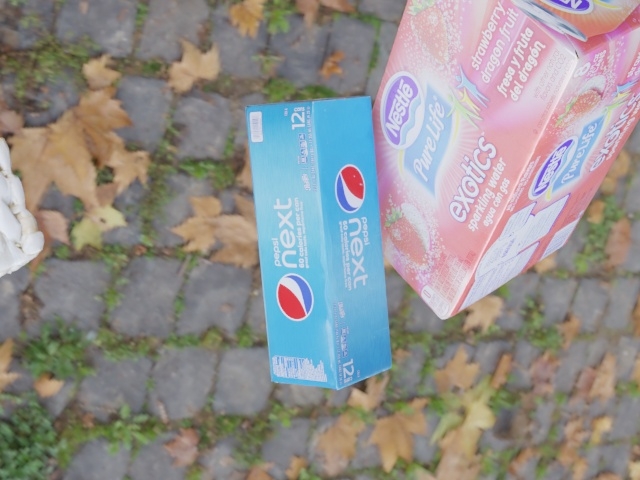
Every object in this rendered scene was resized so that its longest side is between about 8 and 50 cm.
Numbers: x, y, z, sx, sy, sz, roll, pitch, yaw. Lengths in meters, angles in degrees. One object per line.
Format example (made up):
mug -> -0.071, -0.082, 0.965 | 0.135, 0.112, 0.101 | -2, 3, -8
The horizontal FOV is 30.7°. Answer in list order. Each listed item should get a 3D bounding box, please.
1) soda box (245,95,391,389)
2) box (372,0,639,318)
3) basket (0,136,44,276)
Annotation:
soda box -> 0.000, 0.000, 0.872 | 0.071, 0.067, 0.210 | -14, 102, -50
box -> 0.139, -0.098, 0.881 | 0.154, 0.142, 0.300 | -30, 155, -30
basket -> -0.422, -0.073, 0.902 | 0.266, 0.331, 0.328 | -23, 98, -28
